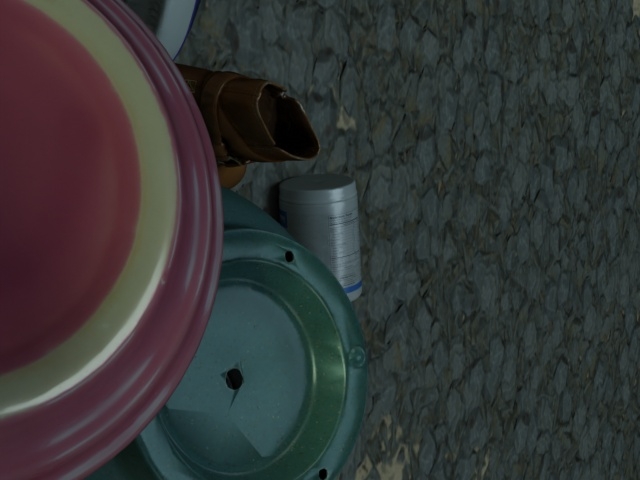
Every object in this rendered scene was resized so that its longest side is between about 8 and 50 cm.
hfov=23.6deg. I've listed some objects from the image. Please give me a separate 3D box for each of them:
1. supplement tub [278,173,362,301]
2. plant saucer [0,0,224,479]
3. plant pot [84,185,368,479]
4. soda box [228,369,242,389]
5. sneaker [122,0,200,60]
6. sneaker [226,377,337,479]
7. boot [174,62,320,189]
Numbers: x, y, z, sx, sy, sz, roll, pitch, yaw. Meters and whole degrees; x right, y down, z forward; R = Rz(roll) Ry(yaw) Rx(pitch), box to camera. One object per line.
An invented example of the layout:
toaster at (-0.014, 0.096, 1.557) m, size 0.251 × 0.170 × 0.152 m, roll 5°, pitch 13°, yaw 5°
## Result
supplement tub at (0.000, 0.000, 1.353) m, size 0.071 × 0.071 × 0.107 m, roll -27°, pitch 117°, yaw -57°
plant saucer at (-0.201, -0.023, 0.771) m, size 0.332 × 0.084 × 0.332 m, roll 5°, pitch 75°, yaw -20°
plant pot at (-0.094, 0.086, 0.960) m, size 0.293 × 0.196 × 0.293 m, roll 4°, pitch 83°, yaw -38°
soda box at (-0.036, 0.120, 1.319) m, size 0.053 × 0.060 × 0.169 m, roll -58°, pitch 142°, yaw -38°
sneaker at (-0.073, -0.272, 1.109) m, size 0.236 × 0.130 × 0.322 m, roll -1°, pitch 89°, yaw -55°
sneaker at (-0.066, 0.125, 1.163) m, size 0.086 × 0.163 × 0.226 m, roll -39°, pitch 126°, yaw -50°
boot at (-0.065, -0.074, 1.139) m, size 0.197 × 0.152 × 0.073 m, roll 28°, pitch 70°, yaw -59°
